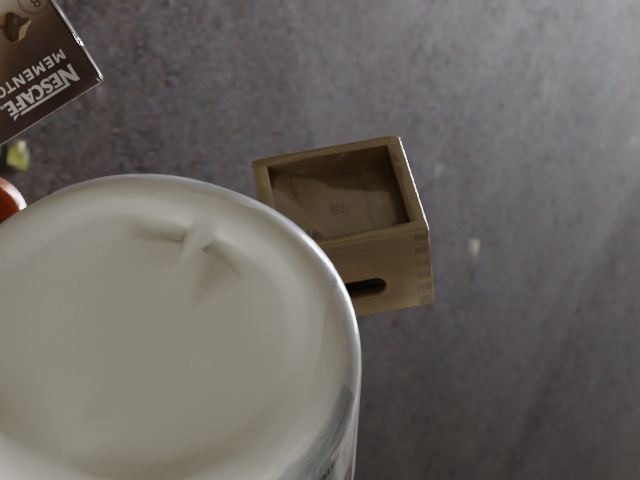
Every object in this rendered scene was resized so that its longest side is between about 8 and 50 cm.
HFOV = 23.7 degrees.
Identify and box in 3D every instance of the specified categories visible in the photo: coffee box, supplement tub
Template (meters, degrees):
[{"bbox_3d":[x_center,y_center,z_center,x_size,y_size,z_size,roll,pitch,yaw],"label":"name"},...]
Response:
[{"bbox_3d":[-0.403,-0.167,1.653,0.168,0.297,0.119,59,-3,-11],"label":"coffee box"},{"bbox_3d":[-0.085,0.140,0.817,0.338,0.207,0.207,91,20,-54],"label":"supplement tub"}]

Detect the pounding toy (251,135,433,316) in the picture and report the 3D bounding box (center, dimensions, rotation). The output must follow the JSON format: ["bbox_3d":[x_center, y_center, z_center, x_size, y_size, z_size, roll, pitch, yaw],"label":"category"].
[{"bbox_3d":[0.000,0.000,1.105,0.130,0.141,0.100,-103,-177,-49],"label":"pounding toy"}]

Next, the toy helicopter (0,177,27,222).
[{"bbox_3d":[-0.407,0.070,1.248,0.140,0.235,0.355,-82,-162,-72],"label":"toy helicopter"}]
